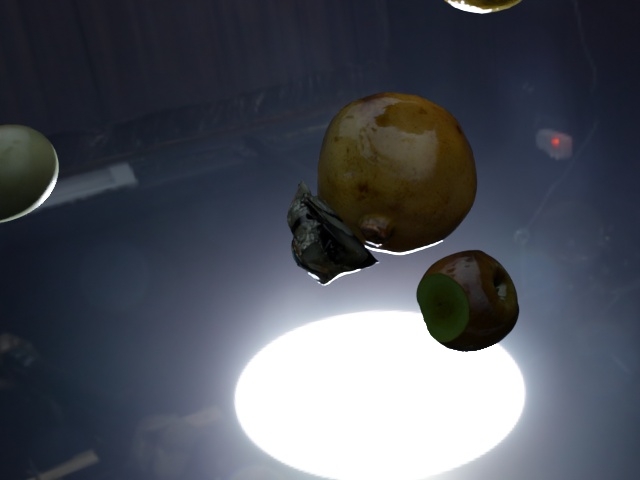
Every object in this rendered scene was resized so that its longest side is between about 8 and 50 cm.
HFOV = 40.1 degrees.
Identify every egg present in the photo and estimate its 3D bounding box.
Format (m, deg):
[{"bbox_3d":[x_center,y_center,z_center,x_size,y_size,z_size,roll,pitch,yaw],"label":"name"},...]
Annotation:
[{"bbox_3d":[-0.668,-0.135,1.834,0.254,0.188,0.188,-34,-161,17],"label":"egg"}]

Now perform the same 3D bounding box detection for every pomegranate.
[{"bbox_3d":[0.169,-0.151,2.116,0.417,0.416,0.416,-7,-156,3],"label":"pomegranate"}]

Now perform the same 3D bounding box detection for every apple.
[{"bbox_3d":[0.225,0.100,1.368,0.147,0.146,0.163,-24,159,31],"label":"apple"}]

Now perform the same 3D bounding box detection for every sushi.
[{"bbox_3d":[-0.016,-0.012,1.748,0.109,0.134,0.273,-49,-134,11],"label":"sushi"}]

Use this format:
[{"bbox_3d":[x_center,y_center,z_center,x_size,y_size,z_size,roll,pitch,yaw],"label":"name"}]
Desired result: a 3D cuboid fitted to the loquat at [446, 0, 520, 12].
[{"bbox_3d":[0.353,-0.683,1.982,0.360,0.328,0.328,16,-149,14],"label":"loquat"}]
